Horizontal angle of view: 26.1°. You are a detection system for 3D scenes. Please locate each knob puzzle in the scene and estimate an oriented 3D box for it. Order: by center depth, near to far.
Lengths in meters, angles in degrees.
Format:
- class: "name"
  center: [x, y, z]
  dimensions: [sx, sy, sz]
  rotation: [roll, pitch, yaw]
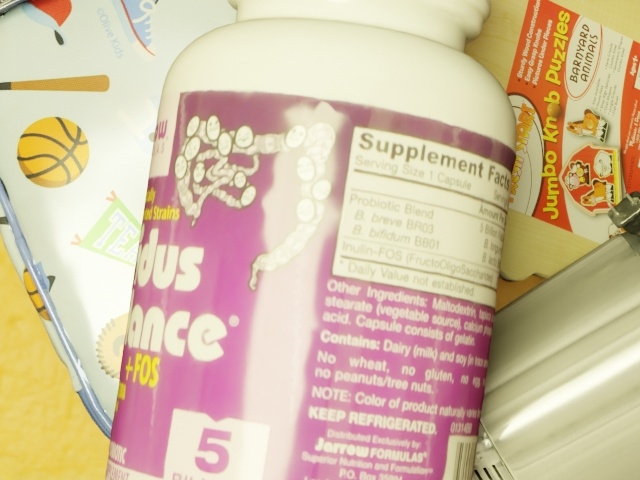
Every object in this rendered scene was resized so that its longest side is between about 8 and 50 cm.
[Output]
- class: "knob puzzle"
  center: [0.120, -0.069, 0.772]
  dimensions: [0.213, 0.030, 0.213]
  rotation: [2, 85, -25]

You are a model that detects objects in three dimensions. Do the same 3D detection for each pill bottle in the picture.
- class: "pill bottle"
  center: [0.000, 0.000, 0.640]
  dimensions: [0.169, 0.169, 0.301]
  rotation: [7, 85, 5]

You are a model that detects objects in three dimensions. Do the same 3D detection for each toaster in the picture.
- class: "toaster"
  center: [0.153, 0.102, 0.723]
  dimensions: [0.146, 0.129, 0.227]
  rotation: [-30, 114, 5]

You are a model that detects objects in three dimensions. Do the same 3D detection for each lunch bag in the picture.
- class: "lunch bag"
  center: [-0.060, -0.046, 0.782]
  dimensions: [0.243, 0.115, 0.303]
  rotation: [-23, 86, 0]
